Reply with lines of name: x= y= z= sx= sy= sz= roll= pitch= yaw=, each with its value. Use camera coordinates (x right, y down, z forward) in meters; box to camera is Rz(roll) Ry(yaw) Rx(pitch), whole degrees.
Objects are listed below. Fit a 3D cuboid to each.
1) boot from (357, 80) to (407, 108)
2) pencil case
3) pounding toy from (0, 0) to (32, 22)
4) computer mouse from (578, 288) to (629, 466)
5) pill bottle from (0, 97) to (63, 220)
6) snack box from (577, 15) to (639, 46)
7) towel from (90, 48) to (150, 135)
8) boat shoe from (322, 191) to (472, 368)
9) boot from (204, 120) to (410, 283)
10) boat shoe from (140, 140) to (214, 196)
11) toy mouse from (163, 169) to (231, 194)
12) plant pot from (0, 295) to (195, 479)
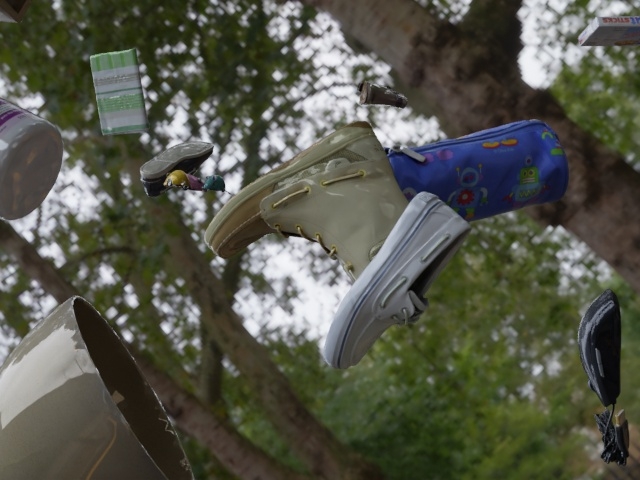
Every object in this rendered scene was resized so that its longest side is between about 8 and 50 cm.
boot: x=0.112 y=-0.255 z=1.942 sx=0.118 sy=0.087 sz=0.042 roll=-99 pitch=28 yaw=-67
pencil case: x=0.192 y=-0.090 z=1.493 sx=0.306 sy=0.119 sz=0.133 roll=-11 pitch=-48 yaw=-21
pounding toy: x=-0.477 y=-0.408 z=1.614 sx=0.130 sy=0.100 sz=0.141 roll=51 pitch=-124 yaw=-55
computer mouse: x=0.435 y=0.216 z=1.685 sx=0.184 sy=0.060 sz=0.262 roll=-74 pitch=-19 yaw=-70
pill bottle: x=-0.564 y=-0.163 z=1.687 sx=0.169 sy=0.301 sz=0.169 roll=-56 pitch=-17 yaw=-27
snack box: x=0.524 y=-0.349 z=1.821 sx=0.178 sy=0.022 sz=0.064 roll=-4 pitch=-21 yaw=-19
towel: x=-0.367 y=-0.272 z=2.009 sx=0.023 sy=0.113 sz=0.152 roll=-22 pitch=-72 yaw=-57
boat shoe: x=0.084 y=0.058 z=1.201 sx=0.226 sy=0.076 sz=0.083 roll=-61 pitch=-23 yaw=14
boot: x=0.000 y=0.000 z=1.367 sx=0.262 sy=0.203 sz=0.095 roll=-33 pitch=-13 yaw=8
boat shoe: x=-0.297 y=-0.151 z=2.272 sx=0.206 sy=0.075 sz=0.065 roll=-35 pitch=-47 yaw=-47
toy mouse: x=-0.226 y=-0.109 z=2.034 sx=0.143 sy=0.161 sz=0.031 roll=6 pitch=-92 yaw=-32
plant pot: x=-0.301 y=0.235 z=1.306 sx=0.191 sy=0.284 sz=0.284 roll=-31 pitch=-23 yaw=-2
